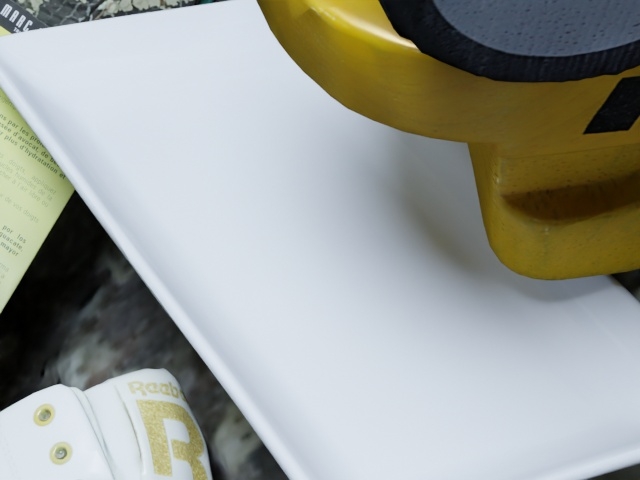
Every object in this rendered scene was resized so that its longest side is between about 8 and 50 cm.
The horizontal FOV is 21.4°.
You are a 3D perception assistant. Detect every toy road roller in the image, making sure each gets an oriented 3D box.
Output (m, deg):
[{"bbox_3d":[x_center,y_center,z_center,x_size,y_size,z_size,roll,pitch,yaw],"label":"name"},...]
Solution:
[{"bbox_3d":[0.140,-0.115,0.481,0.329,0.241,0.202,-7,58,-2],"label":"toy road roller"}]

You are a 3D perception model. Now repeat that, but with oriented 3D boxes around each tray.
[{"bbox_3d":[0.000,0.000,0.564,0.270,0.145,0.030,49,140,41],"label":"tray"}]

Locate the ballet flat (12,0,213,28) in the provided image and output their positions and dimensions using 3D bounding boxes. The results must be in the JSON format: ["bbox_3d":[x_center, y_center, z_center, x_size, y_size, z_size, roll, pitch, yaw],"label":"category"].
[{"bbox_3d":[-0.104,-0.308,0.742,0.164,0.182,0.483,-12,60,32],"label":"ballet flat"}]

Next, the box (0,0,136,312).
[{"bbox_3d":[-0.159,0.016,0.601,0.058,0.087,0.232,-31,29,57],"label":"box"}]

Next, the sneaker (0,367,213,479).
[{"bbox_3d":[-0.038,0.109,0.524,0.292,0.108,0.169,-17,61,28],"label":"sneaker"}]
